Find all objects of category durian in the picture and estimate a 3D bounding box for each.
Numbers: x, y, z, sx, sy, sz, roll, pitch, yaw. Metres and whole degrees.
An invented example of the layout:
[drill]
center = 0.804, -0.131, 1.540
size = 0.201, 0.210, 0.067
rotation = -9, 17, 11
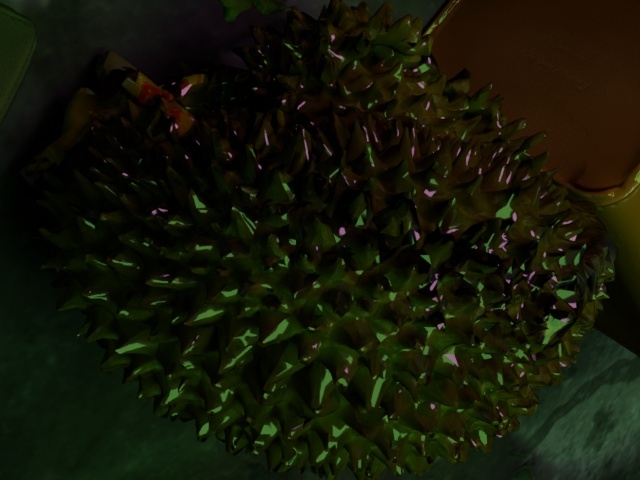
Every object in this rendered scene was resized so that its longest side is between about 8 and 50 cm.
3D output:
[durian]
center = 0.003, 0.010, 0.816
size = 0.292, 0.258, 0.258
rotation = 14, 105, -39

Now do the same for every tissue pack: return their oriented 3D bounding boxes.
[tissue pack]
center = 0.197, -0.044, 1.032
size = 0.145, 0.194, 0.274
rotation = -51, 142, -8

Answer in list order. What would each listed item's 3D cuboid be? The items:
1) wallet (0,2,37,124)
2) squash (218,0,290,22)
[wallet]
center = -0.200, -0.050, 0.715
size = 0.118, 0.038, 0.153
rotation = 21, 98, -50
[squash]
center = -0.090, -0.170, 0.605
size = 0.220, 0.220, 0.133
rotation = 15, 107, -52
